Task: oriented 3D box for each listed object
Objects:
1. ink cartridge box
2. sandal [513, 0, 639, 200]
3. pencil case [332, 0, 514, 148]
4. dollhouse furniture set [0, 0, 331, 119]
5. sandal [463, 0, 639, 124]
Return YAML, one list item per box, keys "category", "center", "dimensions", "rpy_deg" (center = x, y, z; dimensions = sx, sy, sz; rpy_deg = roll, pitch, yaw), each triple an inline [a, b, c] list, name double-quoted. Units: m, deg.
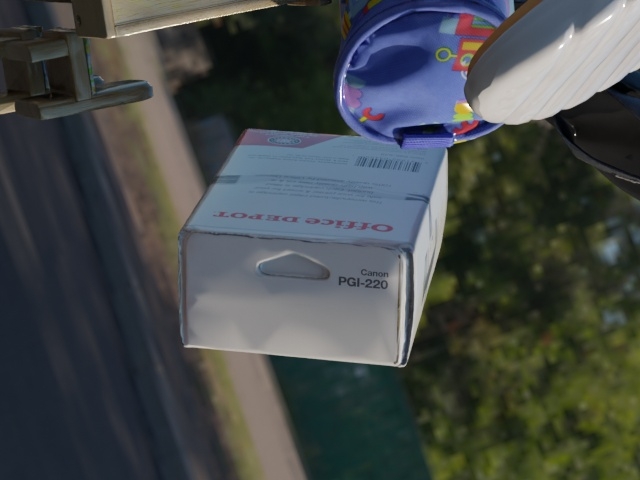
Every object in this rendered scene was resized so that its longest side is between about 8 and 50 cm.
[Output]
- category: "ink cartridge box"
  center: [0.000, 0.000, 1.362]
  dimensions: [0.218, 0.159, 0.092]
  rpy_deg: [-64, 157, -68]
- category: "sandal"
  center: [0.216, -0.085, 1.430]
  dimensions: [0.254, 0.097, 0.054]
  rpy_deg: [31, 38, -13]
- category: "pencil case"
  center: [0.067, -0.180, 1.274]
  dimensions: [0.306, 0.119, 0.133]
  rpy_deg: [-89, 176, -52]
- category: "dollhouse furniture set"
  center: [-0.129, -0.197, 1.275]
  dimensions: [0.242, 0.161, 0.212]
  rpy_deg: [13, -66, 57]
- category: "sandal"
  center: [0.143, -0.135, 0.602]
  dimensions: [0.076, 0.265, 0.102]
  rpy_deg: [57, -5, 13]
